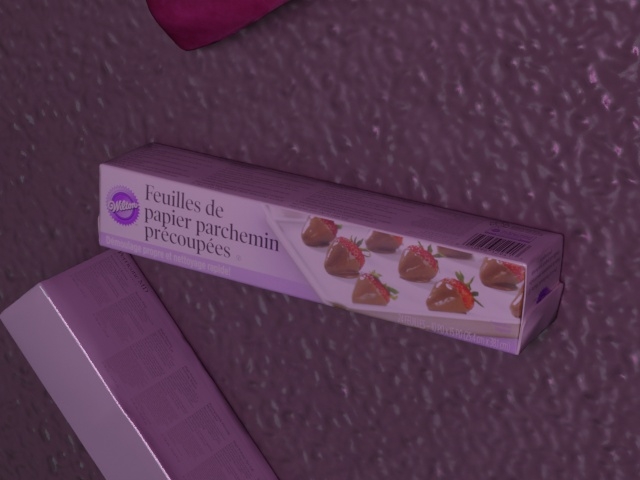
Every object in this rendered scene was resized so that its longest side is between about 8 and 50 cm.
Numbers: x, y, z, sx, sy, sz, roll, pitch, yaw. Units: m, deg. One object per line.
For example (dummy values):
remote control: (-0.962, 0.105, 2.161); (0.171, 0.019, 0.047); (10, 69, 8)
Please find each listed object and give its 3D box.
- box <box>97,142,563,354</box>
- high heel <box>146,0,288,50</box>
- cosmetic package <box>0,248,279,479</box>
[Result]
box: (0.000, 0.000, 1.061); (0.324, 0.067, 0.063); (13, 113, 26)
high heel: (-0.004, -0.165, 1.014); (0.244, 0.082, 0.117); (1, 136, 18)
cosmetic package: (-0.124, 0.127, 1.162); (0.060, 0.099, 0.239); (-36, 86, 38)
